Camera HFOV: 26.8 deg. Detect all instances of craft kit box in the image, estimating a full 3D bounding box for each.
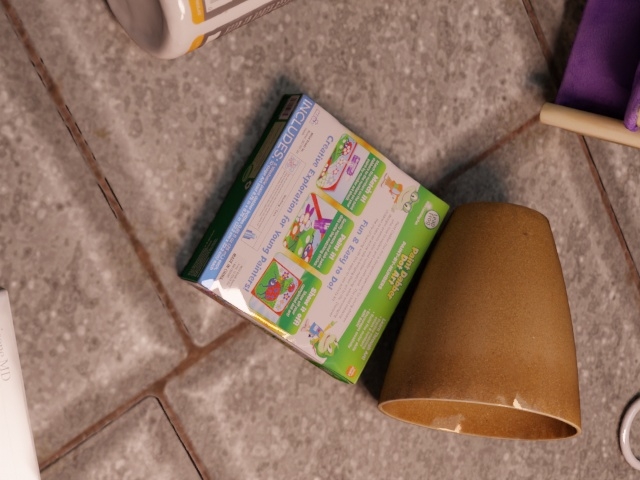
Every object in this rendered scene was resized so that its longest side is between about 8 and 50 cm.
[{"bbox_3d":[0.000,0.000,1.548,0.246,0.061,0.250,35,77,-26],"label":"craft kit box"}]

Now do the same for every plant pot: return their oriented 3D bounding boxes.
[{"bbox_3d":[0.202,0.092,1.598,0.237,0.237,0.254,20,70,-31],"label":"plant pot"}]

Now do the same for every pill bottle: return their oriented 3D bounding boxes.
[{"bbox_3d":[-0.084,-0.313,1.405,0.278,0.162,0.162,-31,110,-26],"label":"pill bottle"}]

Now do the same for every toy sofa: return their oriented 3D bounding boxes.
[{"bbox_3d":[0.394,-0.297,1.645,0.177,0.150,0.363,14,93,-64],"label":"toy sofa"}]

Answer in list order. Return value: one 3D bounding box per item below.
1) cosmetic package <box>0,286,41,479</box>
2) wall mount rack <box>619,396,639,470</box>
[{"bbox_3d":[-0.402,0.169,1.277,0.224,0.138,0.224,-14,102,-30],"label":"cosmetic package"},{"bbox_3d":[0.589,0.305,1.885,0.350,0.130,0.304,-8,99,-29],"label":"wall mount rack"}]
